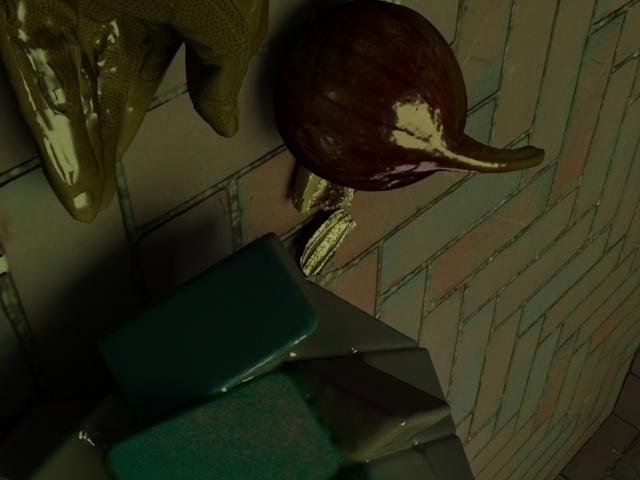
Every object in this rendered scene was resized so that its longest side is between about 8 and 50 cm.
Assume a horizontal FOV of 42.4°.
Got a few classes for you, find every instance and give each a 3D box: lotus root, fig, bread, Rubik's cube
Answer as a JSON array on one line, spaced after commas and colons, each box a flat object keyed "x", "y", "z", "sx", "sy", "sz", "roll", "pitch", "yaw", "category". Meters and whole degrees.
[{"x": -0.001, "y": 0.000, "z": 0.878, "sx": 0.037, "sy": 0.030, "sz": 0.083, "roll": 44, "pitch": 75, "yaw": -27, "category": "lotus root"}, {"x": 0.067, "y": -0.108, "z": 0.707, "sx": 0.175, "sy": 0.207, "sz": 0.175, "roll": -37, "pitch": 154, "yaw": -22, "category": "fig"}, {"x": 0.008, "y": -0.063, "z": 0.829, "sx": 0.083, "sy": 0.035, "sz": 0.070, "roll": -5, "pitch": 120, "yaw": -49, "category": "bread"}, {"x": -0.058, "y": 0.217, "z": 0.670, "sx": 0.368, "sy": 0.387, "sz": 0.358, "roll": 31, "pitch": 115, "yaw": -28, "category": "Rubik's cube"}]

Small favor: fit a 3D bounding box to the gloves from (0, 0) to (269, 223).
[{"x": -0.105, "y": -0.133, "z": 0.475, "sx": 0.154, "sy": 0.141, "sz": 0.331, "roll": -34, "pitch": 176, "yaw": -34, "category": "gloves"}]
